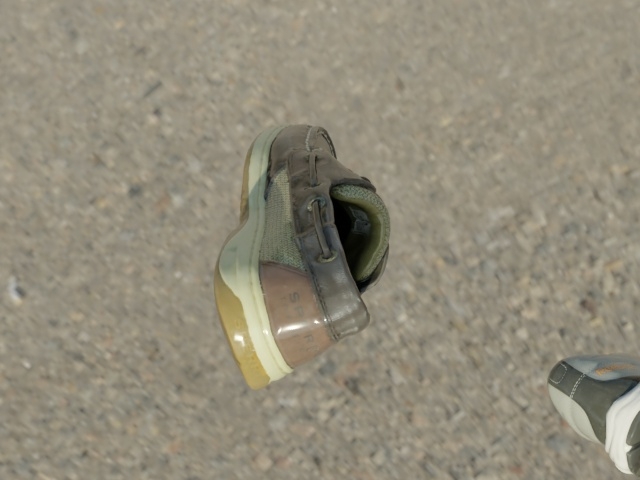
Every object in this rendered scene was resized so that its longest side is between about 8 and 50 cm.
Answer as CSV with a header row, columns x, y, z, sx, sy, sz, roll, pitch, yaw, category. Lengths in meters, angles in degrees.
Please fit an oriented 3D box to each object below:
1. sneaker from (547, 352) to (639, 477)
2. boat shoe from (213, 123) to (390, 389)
x,y,z,sx,sy,sz,roll,pitch,yaw,category
0.274,0.139,1.255,0.108,0.271,0.100,32,93,32,sneaker
0.000,0.000,0.505,0.049,0.056,0.152,-12,26,10,boat shoe
